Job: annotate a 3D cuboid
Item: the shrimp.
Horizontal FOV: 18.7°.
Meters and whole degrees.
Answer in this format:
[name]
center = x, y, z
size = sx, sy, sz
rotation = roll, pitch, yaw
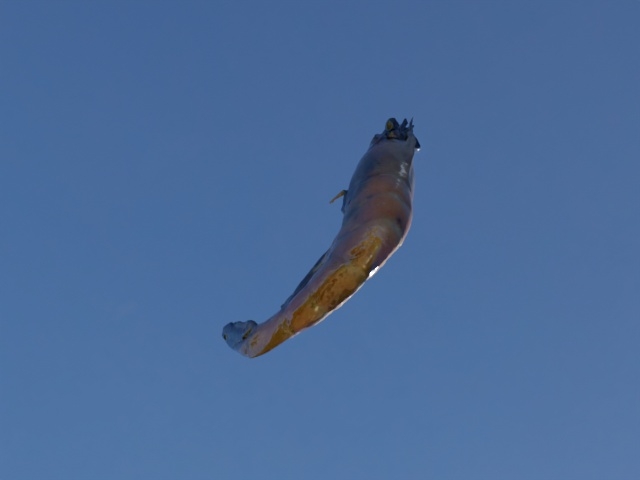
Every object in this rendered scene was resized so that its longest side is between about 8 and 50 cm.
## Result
[shrimp]
center = 0.000, 0.000, 1.490
size = 0.198, 0.262, 0.051
rotation = -37, -72, 27
